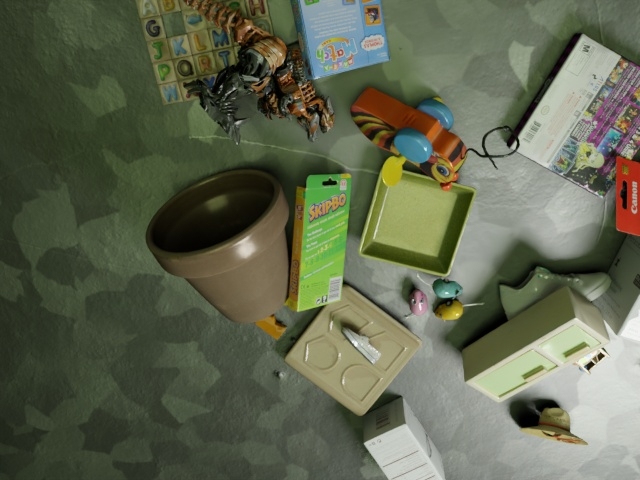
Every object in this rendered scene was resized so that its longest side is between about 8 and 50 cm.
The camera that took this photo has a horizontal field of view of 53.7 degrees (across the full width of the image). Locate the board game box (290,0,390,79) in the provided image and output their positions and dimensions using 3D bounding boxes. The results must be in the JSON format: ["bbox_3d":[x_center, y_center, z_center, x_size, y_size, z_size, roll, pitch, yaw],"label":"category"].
[{"bbox_3d":[0.030,-0.400,1.085,0.160,0.039,0.212,-19,109,-22],"label":"board game box"}]

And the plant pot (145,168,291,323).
[{"bbox_3d":[-0.163,0.029,1.192,0.262,0.263,0.229,-15,125,8],"label":"plant pot"}]

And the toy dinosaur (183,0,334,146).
[{"bbox_3d":[-0.118,-0.295,1.126,0.218,0.164,0.322,-43,93,2],"label":"toy dinosaur"}]

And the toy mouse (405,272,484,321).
[{"bbox_3d":[0.229,0.119,1.271,0.161,0.031,0.143,-21,128,24],"label":"toy mouse"}]

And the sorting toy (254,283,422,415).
[{"bbox_3d":[0.029,0.203,1.336,0.307,0.041,0.229,37,104,-3],"label":"sorting toy"}]

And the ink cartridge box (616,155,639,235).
[{"bbox_3d":[0.618,-0.074,1.142,0.179,0.045,0.146,12,76,-20],"label":"ink cartridge box"}]

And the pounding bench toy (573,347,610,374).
[{"bbox_3d":[0.537,0.225,1.303,0.083,0.052,0.065,39,107,-10],"label":"pounding bench toy"}]

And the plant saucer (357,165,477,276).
[{"bbox_3d":[0.185,-0.041,1.235,0.188,0.045,0.189,14,109,-2],"label":"plant saucer"}]

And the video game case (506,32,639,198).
[{"bbox_3d":[0.493,-0.223,1.155,0.210,0.042,0.232,26,109,-6],"label":"video game case"}]

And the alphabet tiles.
[{"bbox_3d":[-0.203,-0.369,1.162,0.237,0.009,0.198,-9,108,7],"label":"alphabet tiles"}]

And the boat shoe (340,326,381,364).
[{"bbox_3d":[0.085,0.208,1.295,0.100,0.035,0.035,45,77,-1],"label":"boat shoe"}]

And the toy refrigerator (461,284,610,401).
[{"bbox_3d":[0.411,0.211,1.233,0.102,0.094,0.269,33,127,-20],"label":"toy refrigerator"}]

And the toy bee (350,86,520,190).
[{"bbox_3d":[0.188,-0.156,1.127,0.195,0.298,0.162,-34,146,-9],"label":"toy bee"}]

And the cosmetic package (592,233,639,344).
[{"bbox_3d":[0.646,0.096,1.200,0.151,0.151,0.184,18,108,-2],"label":"cosmetic package"}]

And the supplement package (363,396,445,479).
[{"bbox_3d":[0.181,0.455,1.375,0.105,0.105,0.179,-29,105,12],"label":"supplement package"}]

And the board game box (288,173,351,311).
[{"bbox_3d":[0.000,0.000,1.213,0.039,0.124,0.260,19,109,41],"label":"board game box"}]

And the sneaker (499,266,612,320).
[{"bbox_3d":[0.461,0.089,1.252,0.212,0.080,0.094,-21,93,13],"label":"sneaker"}]

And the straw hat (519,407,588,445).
[{"bbox_3d":[0.503,0.391,1.355,0.144,0.144,0.061,16,71,-2],"label":"straw hat"}]
